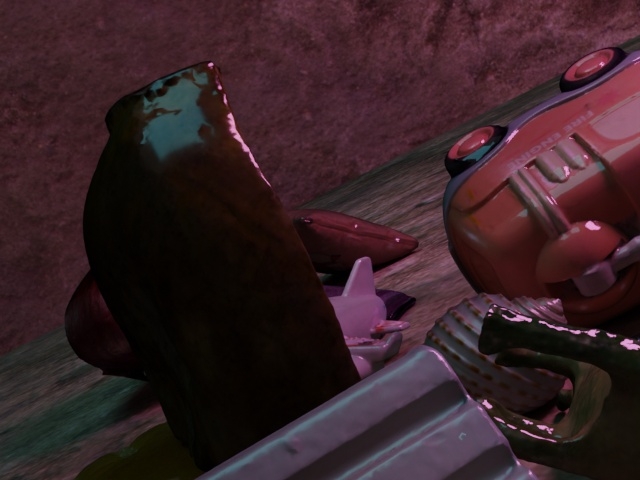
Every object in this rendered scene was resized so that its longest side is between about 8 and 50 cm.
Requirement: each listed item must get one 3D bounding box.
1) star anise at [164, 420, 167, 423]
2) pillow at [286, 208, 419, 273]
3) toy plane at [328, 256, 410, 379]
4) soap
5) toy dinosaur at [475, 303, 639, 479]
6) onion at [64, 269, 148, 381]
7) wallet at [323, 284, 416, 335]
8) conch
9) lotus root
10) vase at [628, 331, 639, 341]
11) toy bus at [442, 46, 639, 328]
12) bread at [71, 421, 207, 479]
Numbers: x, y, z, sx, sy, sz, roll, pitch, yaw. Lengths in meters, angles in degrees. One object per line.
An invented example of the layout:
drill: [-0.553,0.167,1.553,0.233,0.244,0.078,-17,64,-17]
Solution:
star anise: [-0.125,0.211,1.112,0.195,0.065,0.182,-18,14,6]
pillow: [0.000,0.000,1.723,0.223,0.084,0.236,16,-17,-34]
toy plane: [-0.018,0.105,1.159,0.252,0.118,0.252,-8,13,2]
soap: [-0.013,0.187,0.531,0.265,0.160,0.087,-29,-31,-15]
toy dinosaur: [0.232,0.111,0.597,0.301,0.087,0.447,12,-2,16]
onion: [-0.221,0.056,1.631,0.347,0.285,0.347,-21,-10,-4]
wallet: [0.024,0.082,1.376,0.166,0.030,0.111,5,23,26]
conch: [0.135,0.096,0.897,0.153,0.102,0.135,-24,-6,22]
lotus root: [-0.089,0.013,0.794,0.149,0.260,0.267,-23,12,-9]
vase: [0.272,0.063,0.781,0.167,0.059,0.059,-26,8,9]
toy bus: [0.257,-0.034,0.997,0.287,0.194,0.232,-32,18,8]
bread: [-0.083,0.202,0.851,0.239,0.111,0.246,-29,10,-17]
